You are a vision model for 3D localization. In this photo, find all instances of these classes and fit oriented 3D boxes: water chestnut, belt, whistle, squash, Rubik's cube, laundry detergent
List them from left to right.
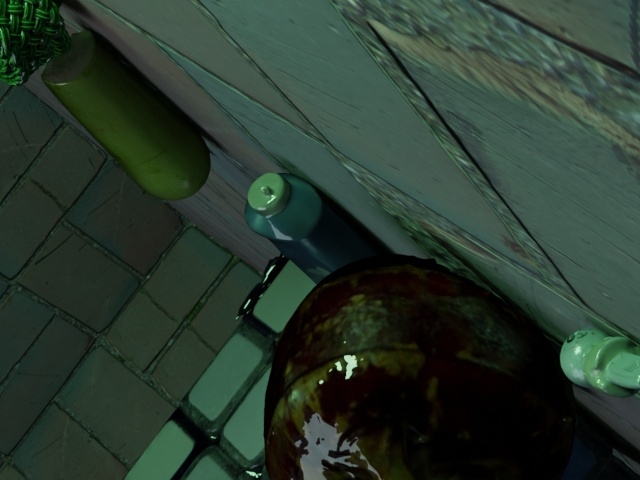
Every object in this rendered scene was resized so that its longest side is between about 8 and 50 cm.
[{"bbox_3d":[-0.253,-0.191,1.208,0.121,0.079,0.151,47,165,2],"label":"belt"},{"bbox_3d":[-0.179,-0.114,1.402,0.083,0.083,0.250,34,172,34],"label":"squash"},{"bbox_3d":[-0.001,0.001,1.264,0.097,0.061,0.206,36,176,42],"label":"laundry detergent"},{"bbox_3d":[0.069,0.251,1.466,0.359,0.362,0.363,42,173,-28],"label":"Rubik's cube"},{"bbox_3d":[0.064,0.132,1.051,0.224,0.224,0.238,40,-153,-36],"label":"water chestnut"},{"bbox_3d":[0.162,0.069,0.841,0.035,0.035,0.100,38,175,-13],"label":"whistle"}]
